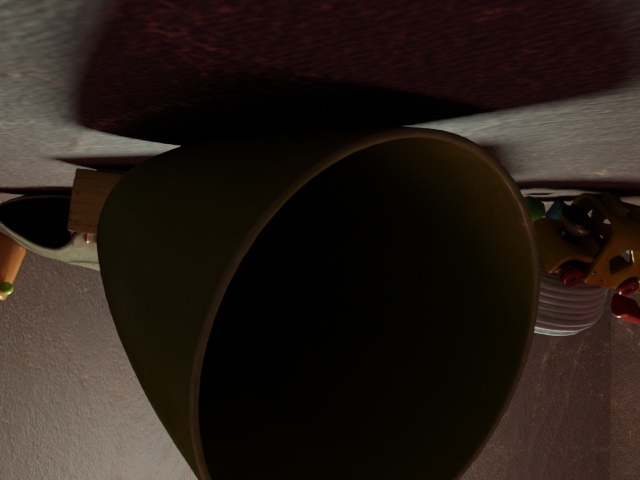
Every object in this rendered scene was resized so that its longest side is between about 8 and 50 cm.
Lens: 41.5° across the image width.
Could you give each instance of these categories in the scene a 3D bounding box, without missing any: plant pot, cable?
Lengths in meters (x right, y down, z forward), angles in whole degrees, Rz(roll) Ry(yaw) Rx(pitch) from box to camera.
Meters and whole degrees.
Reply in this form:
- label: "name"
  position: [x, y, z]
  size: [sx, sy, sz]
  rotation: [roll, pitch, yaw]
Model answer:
- label: "plant pot"
  position: [-0.042, 0.030, 0.624]
  size: [0.274, 0.275, 0.293]
  rotation: [3, -166, -38]
- label: "cable"
  position: [0.260, 0.032, 1.131]
  size: [0.257, 0.089, 0.257]
  rotation: [25, -158, 10]

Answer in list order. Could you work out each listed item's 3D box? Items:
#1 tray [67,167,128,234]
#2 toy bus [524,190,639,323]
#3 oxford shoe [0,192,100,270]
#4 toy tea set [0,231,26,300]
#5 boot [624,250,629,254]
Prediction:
- label: "tray"
  position: [-0.036, -0.013, 0.914]
  size: [0.410, 0.076, 0.203]
  rotation: [9, -179, 15]
- label: "toy bus"
  position: [0.340, -0.007, 1.038]
  size: [0.191, 0.104, 0.202]
  rotation: [34, -150, 9]
- label: "oxford shoe"
  position: [-0.297, -0.002, 1.211]
  size: [0.348, 0.123, 0.130]
  rotation: [5, 175, 10]
- label: "toy tea set"
  position: [-0.588, 0.021, 1.326]
  size: [0.200, 0.124, 0.336]
  rotation: [33, 165, -24]
- label: "boot"
  position: [0.570, 0.005, 1.326]
  size: [0.222, 0.118, 0.338]
  rotation: [6, 178, 38]
